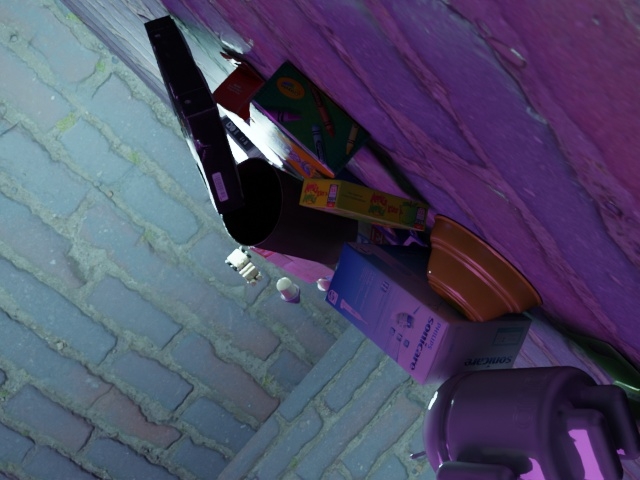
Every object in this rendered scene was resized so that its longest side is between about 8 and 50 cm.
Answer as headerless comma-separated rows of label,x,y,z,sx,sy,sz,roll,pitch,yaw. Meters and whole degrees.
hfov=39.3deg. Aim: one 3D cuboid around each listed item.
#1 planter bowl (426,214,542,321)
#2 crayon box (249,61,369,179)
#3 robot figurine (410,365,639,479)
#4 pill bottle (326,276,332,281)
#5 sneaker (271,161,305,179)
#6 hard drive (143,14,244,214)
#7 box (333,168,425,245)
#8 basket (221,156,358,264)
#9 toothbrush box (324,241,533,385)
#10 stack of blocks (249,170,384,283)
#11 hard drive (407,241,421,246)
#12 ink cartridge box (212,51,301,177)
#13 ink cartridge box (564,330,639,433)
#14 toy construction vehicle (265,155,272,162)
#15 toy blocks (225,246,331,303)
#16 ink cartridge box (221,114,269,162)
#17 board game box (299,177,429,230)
planter bowl,0.234,0.064,1.409,0.217,0.090,0.217,42,176,4
crayon box,-0.024,-0.169,1.411,0.165,0.081,0.278,41,176,-2
robot figurine,0.302,0.296,1.374,0.353,0.300,0.200,-12,99,45
pill bottle,0.039,0.015,2.265,0.272,0.152,0.152,42,176,6
sneaker,-0.069,-0.147,2.047,0.085,0.086,0.237,42,178,-26
hard drive,-0.234,-0.238,1.665,0.339,0.064,0.237,-120,12,-44
box,0.100,-0.062,1.721,0.225,0.036,0.136,39,175,21
basket,-0.050,-0.043,1.716,0.227,0.154,0.204,21,-159,-42
toothbrush box,0.185,0.123,1.585,0.216,0.126,0.295,4,-155,-38
stack of blocks,0.000,0.000,1.921,0.297,0.171,0.087,32,141,-31
hard drive,0.240,0.062,1.803,0.135,0.022,0.094,44,175,-34
ink cartridge box,-0.109,-0.228,1.619,0.231,0.078,0.134,45,175,-34
ink cartridge box,0.468,0.241,1.353,0.235,0.056,0.171,40,176,-5
toy construction vehicle,-0.153,-0.234,2.250,0.098,0.035,0.086,43,176,-24
toy blocks,-0.037,0.082,2.556,0.288,0.309,0.260,38,168,44
ink cartridge box,-0.180,-0.214,2.205,0.208,0.045,0.206,46,172,37
board game box,0.069,-0.054,1.373,0.181,0.043,0.092,13,177,-38
